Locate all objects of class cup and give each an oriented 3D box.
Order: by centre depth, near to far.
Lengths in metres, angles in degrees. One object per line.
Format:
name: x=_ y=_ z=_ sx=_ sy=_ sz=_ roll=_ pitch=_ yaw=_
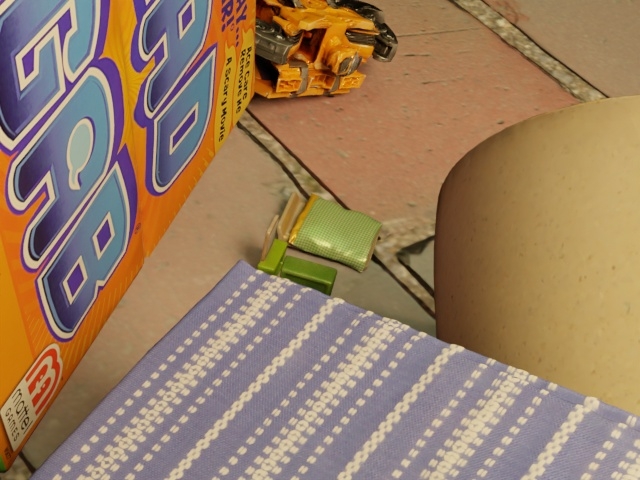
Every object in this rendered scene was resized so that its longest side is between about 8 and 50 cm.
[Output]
cup: x=0.205 y=0.108 z=0.668 sx=0.331 sy=0.331 sz=0.237 roll=13 pitch=66 yaw=2

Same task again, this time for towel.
towel: x=0.017 y=0.143 z=0.529 sx=0.336 sy=0.040 sz=0.243 roll=21 pitch=55 yaw=35

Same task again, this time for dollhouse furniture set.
dollhouse furniture set: x=0.000 y=0.000 z=0.906 sx=0.076 sy=0.059 sz=0.152 roll=17 pitch=39 yaw=5

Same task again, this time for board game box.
board game box: x=-0.269 y=-0.151 z=0.725 sx=0.356 sy=0.357 sz=0.356 roll=21 pitch=56 yaw=11

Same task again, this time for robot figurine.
robot figurine: x=-0.068 y=-0.217 z=1.114 sx=0.211 sy=0.085 sz=0.291 roll=-10 pitch=42 yaw=-44
